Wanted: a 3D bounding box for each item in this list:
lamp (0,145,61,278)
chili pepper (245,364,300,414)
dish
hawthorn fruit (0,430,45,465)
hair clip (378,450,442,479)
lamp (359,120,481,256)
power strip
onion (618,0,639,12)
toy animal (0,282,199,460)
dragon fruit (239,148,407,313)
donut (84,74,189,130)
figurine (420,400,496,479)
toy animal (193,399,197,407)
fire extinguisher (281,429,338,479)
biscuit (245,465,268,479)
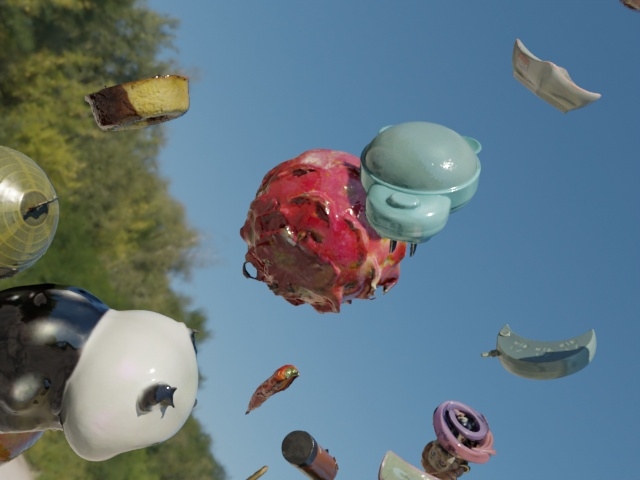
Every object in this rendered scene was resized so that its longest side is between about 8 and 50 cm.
[{"bbox_3d":[-0.565,-0.049,1.789,0.284,0.250,0.250,-5,-64,31],"label":"lamp"},{"bbox_3d":[-0.079,0.230,1.570,0.027,0.045,0.178,59,-39,15],"label":"chili pepper"},{"bbox_3d":[0.489,-0.343,2.178,0.151,0.077,0.212,26,18,-22],"label":"dish"},{"bbox_3d":[-0.675,0.328,1.985,0.267,0.301,0.268,16,-51,22],"label":"hawthorn fruit"},{"bbox_3d":[0.143,0.377,1.585,0.137,0.054,0.022,32,-26,-22],"label":"hair clip"},{"bbox_3d":[0.165,-0.106,1.748,0.209,0.284,0.147,10,-34,14],"label":"lamp"},{"bbox_3d":[0.493,0.251,2.309,0.253,0.167,0.054,0,-63,24],"label":"power strip"},{"bbox_3d":[0.578,-0.506,1.813,0.195,0.159,0.159,57,-17,2],"label":"onion"},{"bbox_3d":[-0.333,0.190,1.478,0.251,0.309,0.251,6,90,-82],"label":"toy animal"},{"bbox_3d":[0.000,0.000,2.218,0.386,0.249,0.371,40,-64,1],"label":"dragon fruit"},{"bbox_3d":[-0.315,-0.239,1.772,0.166,0.184,0.073,165,-88,-86],"label":"donut"},{"bbox_3d":[0.232,0.349,1.723,0.126,0.114,0.157,40,-38,31],"label":"figurine"},{"bbox_3d":[-0.365,0.349,2.370,0.085,0.148,0.233,93,-11,-47],"label":"toy animal"},{"bbox_3d":[-0.008,0.320,1.477,0.177,0.050,0.062,58,30,-60],"label":"fire extinguisher"},{"bbox_3d":[-0.188,0.607,2.518,0.018,0.147,0.071,52,-1,3],"label":"biscuit"}]
